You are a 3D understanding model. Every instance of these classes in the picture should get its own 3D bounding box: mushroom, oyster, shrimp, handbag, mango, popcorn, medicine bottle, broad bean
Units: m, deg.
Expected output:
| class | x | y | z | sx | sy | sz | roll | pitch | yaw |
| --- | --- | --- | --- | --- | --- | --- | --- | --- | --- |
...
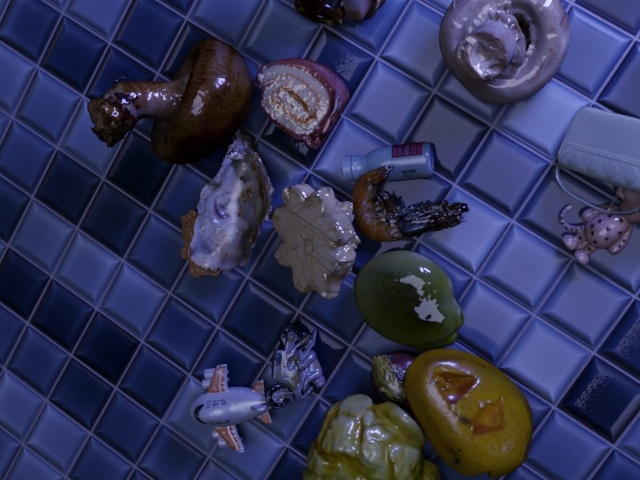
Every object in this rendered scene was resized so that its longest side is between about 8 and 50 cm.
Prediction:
| class | x | y | z | sx | sy | sz | roll | pitch | yaw |
| --- | --- | --- | --- | --- | --- | --- | --- | --- | --- |
| mushroom | 0.403 | -0.440 | 1.631 | 0.293 | 0.290 | 0.292 | 6 | 112 | 16 |
| oyster | -0.200 | -0.095 | 1.912 | 0.204 | 0.111 | 0.396 | 19 | 94 | 21 |
| shrimp | 0.208 | -0.095 | 1.796 | 0.290 | 0.054 | 0.222 | -6 | 125 | 16 |
| handbag | 0.649 | -0.172 | 1.655 | 0.256 | 0.079 | 0.219 | 28 | 98 | 43 |
| mango | 0.348 | 0.406 | 1.765 | 0.365 | 0.182 | 0.253 | 42 | 78 | -6 |
| popcorn | 0.122 | 0.549 | 1.801 | 0.293 | 0.334 | 0.292 | -44 | 44 | -12 |
| medicine bottle | 0.167 | -0.188 | 1.825 | 0.217 | 0.090 | 0.090 | -5 | 94 | 15 |
| broad bean | 0.220 | 0.148 | 1.833 | 0.291 | 0.119 | 0.238 | 29 | 111 | 13 |
| mushroom | -0.354 | -0.339 | 1.811 | 0.356 | 0.331 | 0.334 | 12 | 70 | -7 |

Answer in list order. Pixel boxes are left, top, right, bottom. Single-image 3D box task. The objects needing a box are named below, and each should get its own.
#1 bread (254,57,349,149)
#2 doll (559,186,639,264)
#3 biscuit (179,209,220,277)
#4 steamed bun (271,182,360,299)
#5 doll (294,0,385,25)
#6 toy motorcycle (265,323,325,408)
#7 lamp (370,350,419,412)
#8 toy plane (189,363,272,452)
| class | x | y | z | sx | sy | sz | roll | pitch | yaw |
| --- | --- | --- | --- | --- | --- | --- | --- | --- | --- |
| bread | -0.048 | -0.361 | 1.847 | 0.244 | 0.123 | 0.190 | 38 | 102 | 8 |
| doll | 0.690 | -0.057 | 1.701 | 0.278 | 0.119 | 0.154 | -31 | 85 | 25 |
| biscuit | -0.318 | 0.011 | 2.004 | 0.134 | 0.027 | 0.184 | 6 | 97 | 15 |
| steamed bun | 0.000 | 0.000 | 1.843 | 0.292 | 0.137 | 0.295 | -39 | 74 | 49 |
| doll | 0.047 | -0.613 | 1.689 | 0.318 | 0.340 | 0.209 | -1 | 96 | 25 |
| toy motorcycle | -0.054 | 0.336 | 1.934 | 0.152 | 0.073 | 0.225 | 12 | 88 | -13 |
| lamp | 0.203 | 0.356 | 1.848 | 0.157 | 0.135 | 0.156 | -10 | 94 | 12 |
| toy plane | -0.241 | 0.447 | 1.982 | 0.245 | 0.117 | 0.244 | 2 | 97 | 13 |
